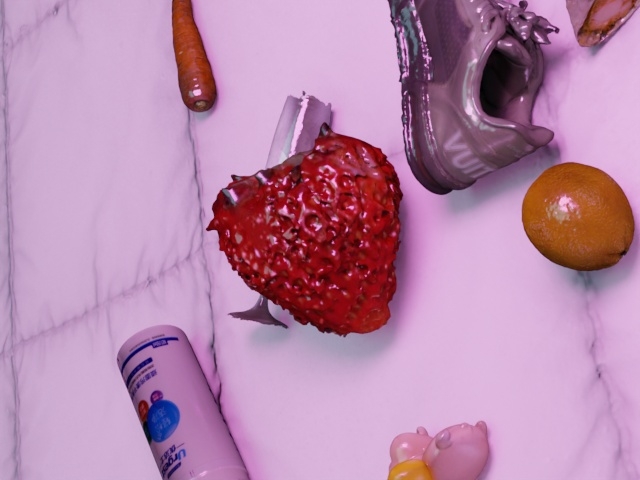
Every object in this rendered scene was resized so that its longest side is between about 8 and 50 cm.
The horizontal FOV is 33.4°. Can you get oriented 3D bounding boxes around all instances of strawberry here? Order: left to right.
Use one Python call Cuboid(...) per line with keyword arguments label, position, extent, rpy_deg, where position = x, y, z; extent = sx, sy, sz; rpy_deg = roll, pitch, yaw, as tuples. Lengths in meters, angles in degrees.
Cuboid(label="strawberry", position=(0.000, 0.000, 1.030), extent=(0.201, 0.187, 0.184), rpy_deg=(66, 159, 4))

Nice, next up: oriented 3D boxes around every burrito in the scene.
Cuboid(label="burrito", position=(0.226, -0.285, 0.924), extent=(0.087, 0.060, 0.226), rpy_deg=(-35, 59, 44))

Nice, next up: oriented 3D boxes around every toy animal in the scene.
Cuboid(label="toy animal", position=(0.092, 0.200, 0.957), extent=(0.082, 0.091, 0.114), rpy_deg=(46, 118, 58))

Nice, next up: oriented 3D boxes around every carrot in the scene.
Cuboid(label="carrot", position=(-0.165, -0.244, 1.356), extent=(0.047, 0.047, 0.191), rpy_deg=(-38, 52, 36))

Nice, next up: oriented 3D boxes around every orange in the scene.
Cuboid(label="orange", position=(0.211, -0.017, 0.871), extent=(0.095, 0.085, 0.085), rpy_deg=(46, 117, 21))

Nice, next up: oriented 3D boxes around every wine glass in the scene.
Cuboid(label="wine glass", position=(-0.040, -0.036, 1.158), extent=(0.074, 0.074, 0.262), rpy_deg=(14, 91, 48))

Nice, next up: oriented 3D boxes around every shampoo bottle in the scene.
Cuboid(label="shampoo bottle", position=(-0.142, 0.235, 1.194), extent=(0.092, 0.092, 0.303), rpy_deg=(-51, 49, 27))

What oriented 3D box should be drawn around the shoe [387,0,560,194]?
Cuboid(label="shoe", position=(0.147, -0.195, 0.964), extent=(0.149, 0.109, 0.292), rpy_deg=(-12, 77, 41))
